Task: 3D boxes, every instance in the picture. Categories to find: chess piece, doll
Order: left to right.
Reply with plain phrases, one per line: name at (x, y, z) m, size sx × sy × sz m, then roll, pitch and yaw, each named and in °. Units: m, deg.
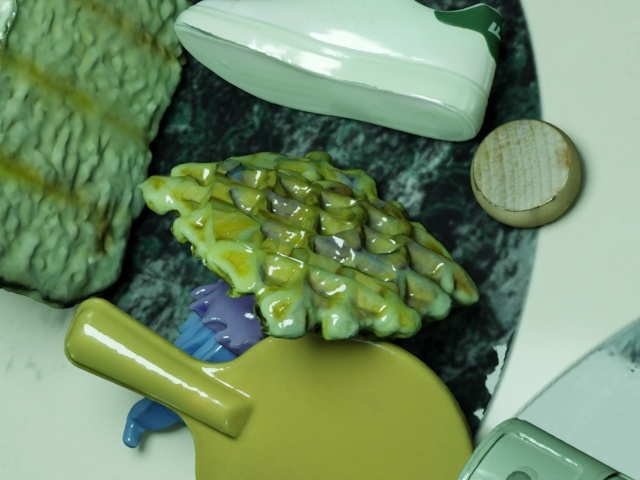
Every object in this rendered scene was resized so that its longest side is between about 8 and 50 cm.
doll at (-0.081, 0.078, 1.271) m, size 0.206 × 0.067 × 0.110 m, roll -46°, pitch 31°, yaw 11°
chess piece at (0.154, -0.051, 1.257) m, size 0.084 × 0.038 × 0.083 m, roll -7°, pitch 67°, yaw 16°

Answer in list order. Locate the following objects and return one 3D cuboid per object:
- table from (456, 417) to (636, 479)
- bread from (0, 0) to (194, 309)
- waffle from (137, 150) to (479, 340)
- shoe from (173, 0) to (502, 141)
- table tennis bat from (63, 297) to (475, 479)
table at (0.192, 0.220, 1.096) m, size 0.220 × 0.126 × 0.126 m, roll 28°, pitch 82°, yaw 25°
bread at (-0.275, -0.150, 1.340) m, size 0.264 × 0.239 × 0.395 m, roll 7°, pitch 75°, yaw 26°
waffle at (0.001, -0.002, 1.212) m, size 0.223 × 0.204 × 0.054 m, roll 45°, pitch 124°, yaw 37°
shoe at (0.020, -0.160, 1.320) m, size 0.265 × 0.095 × 0.110 m, roll 20°, pitch 73°, yaw 19°
table tennis bat at (-0.040, 0.134, 1.193) m, size 0.321 × 0.050 × 0.198 m, roll 28°, pitch 104°, yaw 7°
